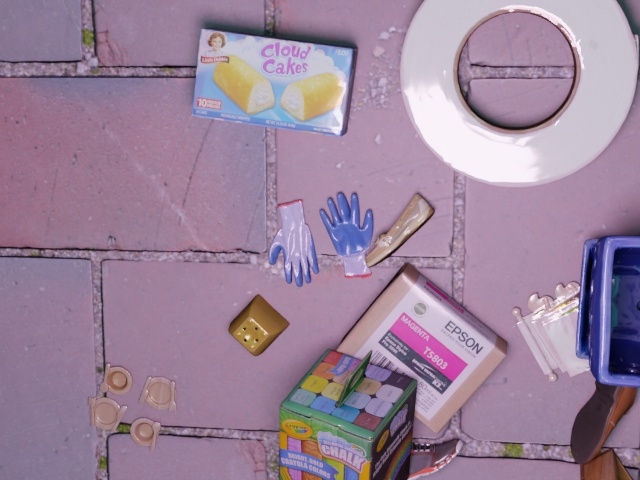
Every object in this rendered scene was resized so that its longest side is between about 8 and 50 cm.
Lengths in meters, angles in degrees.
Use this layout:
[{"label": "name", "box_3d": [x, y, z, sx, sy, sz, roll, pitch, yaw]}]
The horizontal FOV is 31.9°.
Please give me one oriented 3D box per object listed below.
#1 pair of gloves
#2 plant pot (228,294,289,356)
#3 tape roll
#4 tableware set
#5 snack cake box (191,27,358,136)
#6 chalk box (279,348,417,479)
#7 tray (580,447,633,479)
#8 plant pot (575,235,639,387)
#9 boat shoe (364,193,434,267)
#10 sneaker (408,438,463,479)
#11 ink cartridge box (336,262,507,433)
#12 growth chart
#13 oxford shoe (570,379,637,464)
[{"label": "pair of gloves", "box_3d": [0.000, 0.000, 1.991, 0.198, 0.023, 0.159, -8, 98, 10]}, {"label": "plant pot", "box_3d": [-0.116, 0.159, 2.006, 0.081, 0.083, 0.081, 43, 103, -1]}, {"label": "tape roll", "box_3d": [0.328, -0.282, 1.864, 0.391, 0.072, 0.392, 1, 100, 8]}, {"label": "tableware set", "box_3d": [-0.354, 0.308, 2.102, 0.168, 0.020, 0.141, 18, 102, 5]}, {"label": "snack cake box", "box_3d": [-0.077, -0.273, 1.921, 0.264, 0.089, 0.152, 9, 102, 7]}, {"label": "chalk box", "box_3d": [0.045, 0.315, 1.894, 0.179, 0.180, 0.289, 17, 124, 24]}, {"label": "tray", "box_3d": [0.580, 0.574, 1.907, 0.076, 0.203, 0.411, -34, 93, 17]}, {"label": "plant pot", "box_3d": [0.537, 0.109, 1.808, 0.235, 0.212, 0.236, 3, 93, -3]}, {"label": "boat shoe", "box_3d": [0.130, -0.014, 1.954, 0.153, 0.056, 0.048, -44, 82, 12]}, {"label": "sneaker", "box_3d": [0.180, 0.388, 2.014, 0.158, 0.061, 0.065, -31, 88, 12]}, {"label": "ink cartridge box", "box_3d": [0.178, 0.188, 1.963, 0.234, 0.088, 0.193, 39, 104, 2]}, {"label": "growth chart", "box_3d": [0.466, 0.146, 1.944, 0.237, 0.021, 0.172, -20, 96, 12]}, {"label": "oxford shoe", "box_3d": [0.501, 0.301, 1.944, 0.076, 0.076, 0.212, 9, 113, -29]}]
